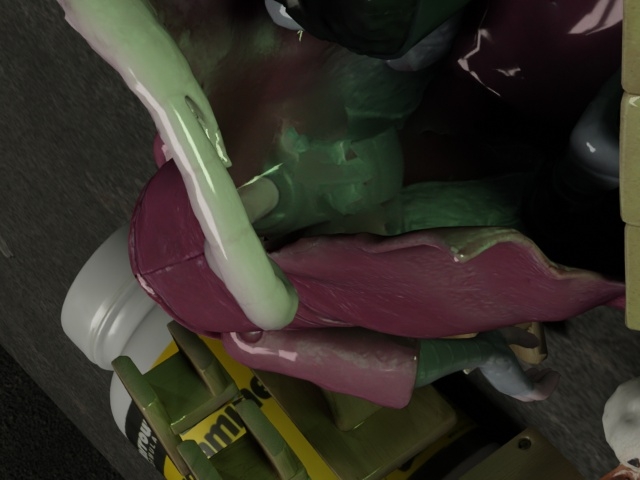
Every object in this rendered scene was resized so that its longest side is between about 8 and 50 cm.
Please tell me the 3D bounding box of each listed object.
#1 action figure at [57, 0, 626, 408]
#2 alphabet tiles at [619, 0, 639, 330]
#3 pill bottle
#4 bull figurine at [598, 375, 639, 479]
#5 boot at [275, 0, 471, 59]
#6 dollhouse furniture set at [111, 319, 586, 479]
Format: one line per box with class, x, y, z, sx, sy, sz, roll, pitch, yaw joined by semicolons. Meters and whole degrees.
action figure;0.000;0.000;0.623;0.370;0.276;0.248;-25;92;59
alphabet tiles;0.217;-0.023;0.363;0.285;0.011;0.342;8;145;18
pill bottle;-0.032;0.127;1.096;0.334;0.188;0.188;42;159;19
bull figurine;0.232;0.182;0.770;0.188;0.101;0.310;34;156;29
boot;0.072;-0.112;0.413;0.094;0.207;0.246;31;154;43
dollhouse furniture set;0.044;0.123;0.847;0.242;0.212;0.161;47;165;38
